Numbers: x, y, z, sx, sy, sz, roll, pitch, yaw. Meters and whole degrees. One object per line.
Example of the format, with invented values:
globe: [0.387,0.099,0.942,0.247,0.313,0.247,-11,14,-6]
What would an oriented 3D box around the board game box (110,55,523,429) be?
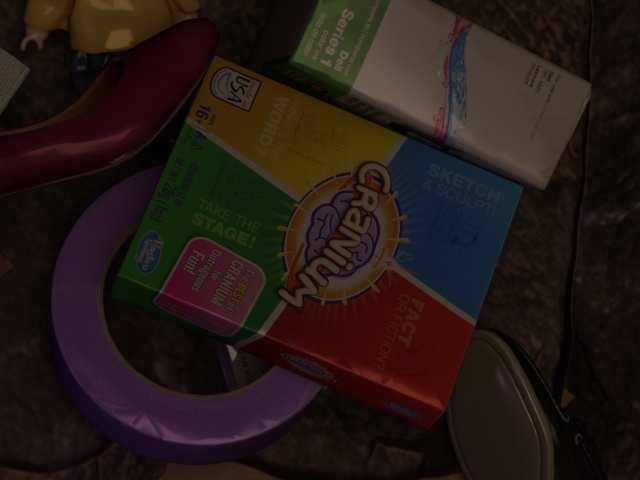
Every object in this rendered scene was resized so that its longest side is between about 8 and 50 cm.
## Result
board game box: [0.000,0.000,1.733,0.317,0.064,0.242,22,67,-3]

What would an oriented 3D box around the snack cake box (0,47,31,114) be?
snack cake box: [-0.398,-0.087,1.705,0.152,0.089,0.264,36,63,-13]

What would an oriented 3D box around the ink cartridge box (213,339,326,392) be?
ink cartridge box: [-0.035,0.112,1.859,0.122,0.052,0.088,-18,93,-13]

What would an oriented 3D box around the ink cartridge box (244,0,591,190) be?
ink cartridge box: [0.089,-0.152,1.814,0.278,0.201,0.117,25,84,-14]

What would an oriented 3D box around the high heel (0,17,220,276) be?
high heel: [-0.256,-0.117,1.651,0.377,0.127,0.181,-47,106,-25]

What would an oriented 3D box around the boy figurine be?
boy figurine: [-0.203,-0.220,1.794,0.177,0.092,0.285,-13,93,-14]

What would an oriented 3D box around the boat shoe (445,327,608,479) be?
boat shoe: [0.234,0.235,1.905,0.113,0.127,0.340,-25,89,-43]

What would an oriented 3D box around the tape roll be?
tape roll: [-0.115,0.068,1.774,0.275,0.090,0.274,3,70,-8]
